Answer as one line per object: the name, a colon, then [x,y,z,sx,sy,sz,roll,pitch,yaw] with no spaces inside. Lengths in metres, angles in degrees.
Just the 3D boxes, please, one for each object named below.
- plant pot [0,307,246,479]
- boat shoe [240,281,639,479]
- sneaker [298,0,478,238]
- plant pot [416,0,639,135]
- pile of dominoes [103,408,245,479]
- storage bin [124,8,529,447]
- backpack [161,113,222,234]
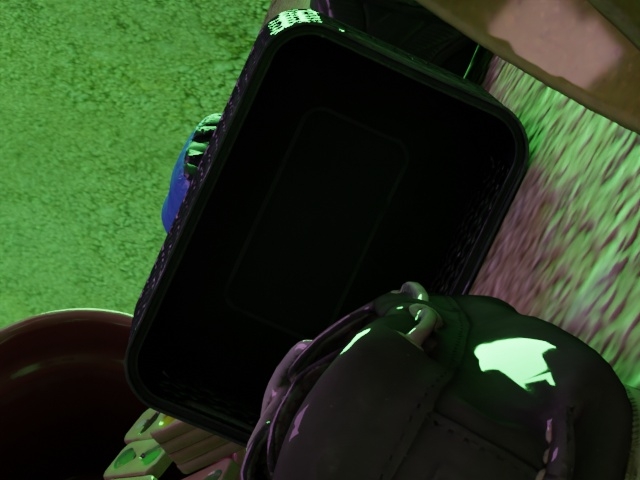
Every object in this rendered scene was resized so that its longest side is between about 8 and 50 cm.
plant pot: [-0.145,0.171,1.146,0.180,0.201,0.201,95,-167,-59]
boat shoe: [0.018,0.058,0.591,0.335,0.096,0.112,168,125,-81]
sneaker: [0.025,-0.074,0.992,0.286,0.109,0.130,-69,-1,-45]
plant pot: [0.073,-0.205,0.522,0.254,0.276,0.276,-55,7,2]
pile of dominoes: [-0.084,0.126,0.934,0.196,0.040,0.251,-28,21,37]
storage bin: [0.000,0.000,0.814,0.084,0.122,0.180,-107,41,-79]
backpack: [-0.046,-0.018,1.233,0.098,0.120,0.101,-75,11,-47]
